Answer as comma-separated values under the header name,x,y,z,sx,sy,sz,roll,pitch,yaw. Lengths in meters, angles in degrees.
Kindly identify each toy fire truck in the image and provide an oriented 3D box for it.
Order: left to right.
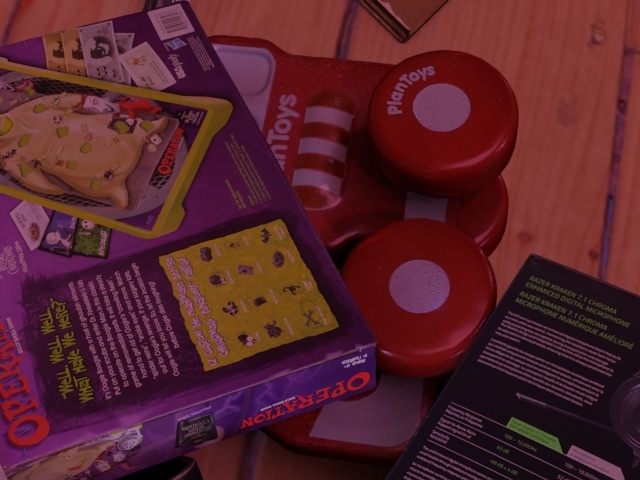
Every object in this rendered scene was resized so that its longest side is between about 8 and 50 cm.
name,x,y,z,sx,sy,sz,roll,pitch,yaw
toy fire truck,0.000,0.000,0.796,0.254,0.169,0.302,7,67,10

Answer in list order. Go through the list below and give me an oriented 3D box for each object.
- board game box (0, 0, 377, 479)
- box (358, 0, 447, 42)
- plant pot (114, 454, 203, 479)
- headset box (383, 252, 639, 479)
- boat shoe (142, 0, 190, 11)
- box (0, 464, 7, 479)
name,x,y,z,sx,sy,sz,roll,pitch,yaw
board game box,-0.127,-0.017,0.700,0.208,0.056,0.346,-14,48,-16
box,0.075,-0.287,0.978,0.164,0.021,0.201,44,65,0
plant pot,-0.140,0.234,0.643,0.187,0.188,0.167,-31,99,-25
headset box,0.133,0.185,0.697,0.131,0.246,0.283,23,60,26
boat shoe,-0.120,-0.206,0.871,0.040,0.049,0.142,7,72,-16
box,-0.254,0.121,0.568,0.103,0.203,0.114,-38,120,-40
